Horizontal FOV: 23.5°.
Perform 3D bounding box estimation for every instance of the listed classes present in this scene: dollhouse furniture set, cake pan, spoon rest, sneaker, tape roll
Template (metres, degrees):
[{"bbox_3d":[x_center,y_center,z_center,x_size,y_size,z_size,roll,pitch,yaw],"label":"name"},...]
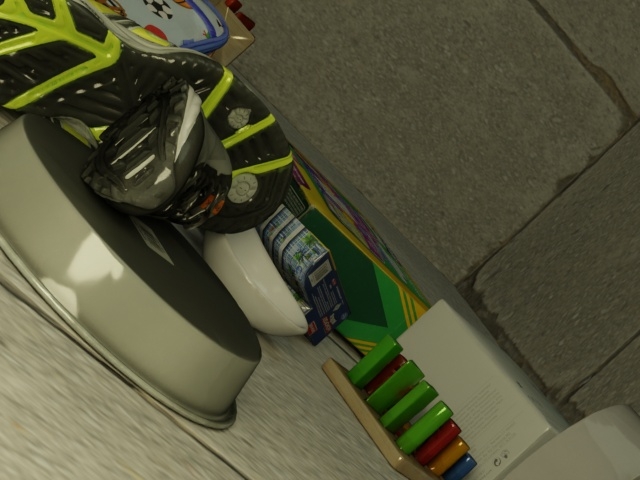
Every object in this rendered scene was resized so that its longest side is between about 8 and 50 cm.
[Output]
[{"bbox_3d":[-0.148,-0.313,2.293,0.135,0.262,0.259,49,7,3],"label":"dollhouse furniture set"},{"bbox_3d":[-0.148,0.014,1.144,0.293,0.054,0.293,46,6,-6],"label":"cake pan"},{"bbox_3d":[-0.100,-0.013,1.515,0.276,0.084,0.137,48,6,21],"label":"spoon rest"},{"bbox_3d":[-0.180,-0.144,1.381,0.384,0.145,0.147,36,9,-29],"label":"sneaker"},{"bbox_3d":[-0.109,-0.058,1.172,0.108,0.100,0.271,51,5,-10],"label":"sneaker"},{"bbox_3d":[0.229,0.251,1.430,0.072,0.219,0.219,50,7,25],"label":"tape roll"}]

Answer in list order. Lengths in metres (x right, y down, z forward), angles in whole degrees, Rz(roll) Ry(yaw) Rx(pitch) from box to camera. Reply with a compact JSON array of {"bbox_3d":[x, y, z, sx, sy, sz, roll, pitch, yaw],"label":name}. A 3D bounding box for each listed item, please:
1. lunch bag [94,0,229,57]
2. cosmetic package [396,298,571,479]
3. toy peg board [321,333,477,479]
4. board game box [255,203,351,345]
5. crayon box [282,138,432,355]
[{"bbox_3d":[-0.250,-0.268,1.581,0.303,0.115,0.243,47,33,10],"label":"lunch bag"},{"bbox_3d":[0.202,0.220,1.845,0.225,0.138,0.224,50,6,35],"label":"cosmetic package"},{"bbox_3d":[0.105,0.188,1.641,0.160,0.079,0.161,40,10,-47],"label":"toy peg board"},{"bbox_3d":[-0.061,0.000,1.651,0.194,0.060,0.194,44,-10,22],"label":"board game box"},{"bbox_3d":[0.000,0.000,2.018,0.313,0.106,0.363,44,7,-32],"label":"crayon box"}]
